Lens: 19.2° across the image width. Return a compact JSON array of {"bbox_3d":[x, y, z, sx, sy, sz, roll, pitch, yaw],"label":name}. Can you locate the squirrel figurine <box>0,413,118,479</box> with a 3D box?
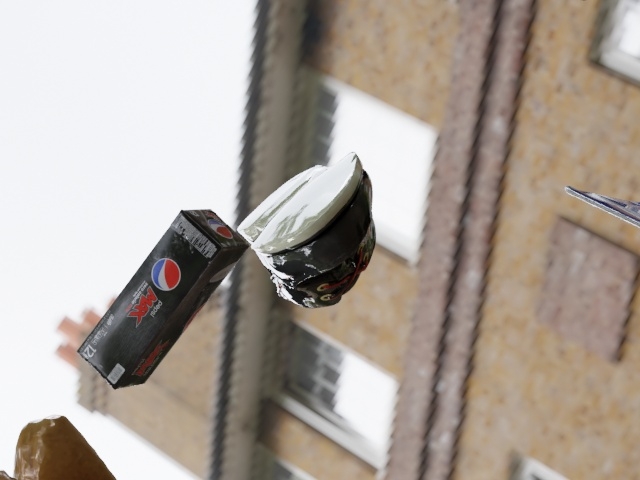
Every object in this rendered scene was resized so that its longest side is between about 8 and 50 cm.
[{"bbox_3d":[-0.192,0.337,1.085,0.370,0.281,0.397,-26,-41,-57],"label":"squirrel figurine"}]

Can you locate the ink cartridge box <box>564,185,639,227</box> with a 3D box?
[{"bbox_3d":[0.292,0.009,0.851,0.332,0.165,0.065,14,-81,-23],"label":"ink cartridge box"}]

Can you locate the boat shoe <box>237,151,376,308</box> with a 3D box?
[{"bbox_3d":[0.001,-0.001,0.665,0.049,0.042,0.133,-40,4,-7],"label":"boat shoe"}]

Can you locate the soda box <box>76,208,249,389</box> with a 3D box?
[{"bbox_3d":[-0.139,0.051,1.665,0.169,0.053,0.060,-52,-17,17],"label":"soda box"}]
